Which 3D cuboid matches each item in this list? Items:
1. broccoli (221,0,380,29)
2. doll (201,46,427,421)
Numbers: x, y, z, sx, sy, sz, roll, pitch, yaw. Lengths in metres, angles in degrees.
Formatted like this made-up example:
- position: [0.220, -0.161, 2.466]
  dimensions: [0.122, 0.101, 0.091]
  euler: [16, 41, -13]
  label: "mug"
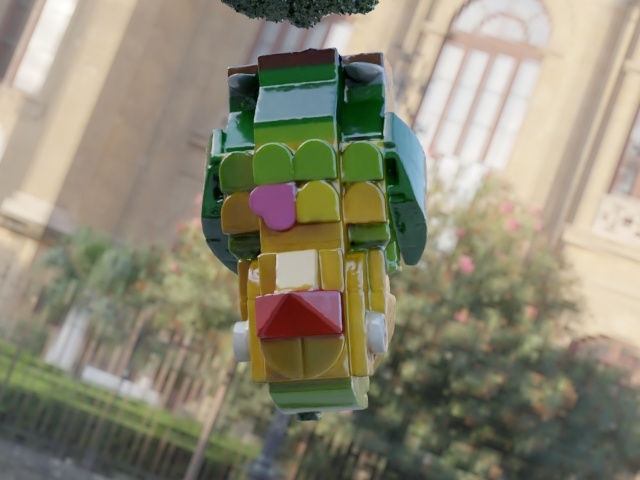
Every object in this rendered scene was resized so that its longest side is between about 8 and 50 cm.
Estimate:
- position: [-0.008, -0.204, 1.065]
  dimensions: [0.138, 0.146, 0.162]
  euler: [31, 9, -49]
  label: "broccoli"
- position: [-0.001, -0.005, 0.778]
  dimensions: [0.106, 0.186, 0.134]
  euler: [-3, -34, 8]
  label: "doll"
